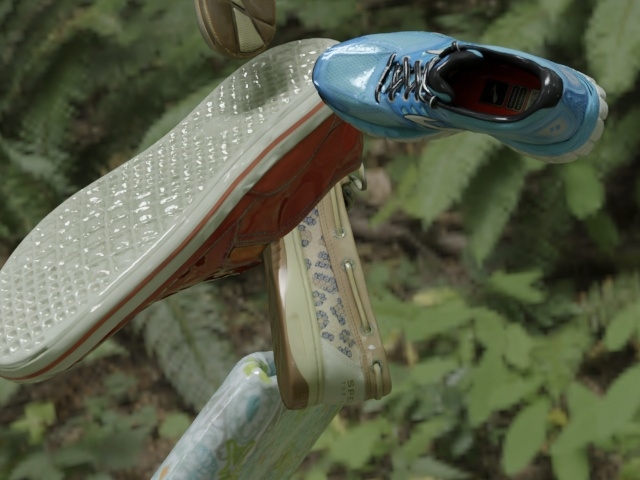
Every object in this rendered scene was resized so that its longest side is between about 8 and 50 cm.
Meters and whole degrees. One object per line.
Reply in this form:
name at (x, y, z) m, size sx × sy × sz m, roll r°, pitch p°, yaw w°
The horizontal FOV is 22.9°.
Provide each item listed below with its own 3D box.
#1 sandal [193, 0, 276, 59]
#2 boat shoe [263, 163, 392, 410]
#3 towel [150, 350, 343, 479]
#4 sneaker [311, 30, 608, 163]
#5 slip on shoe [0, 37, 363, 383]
sandal at (-0.066, -0.197, 1.052) m, size 0.072 × 0.180 × 0.049 m, roll 7°, pitch -22°, yaw -27°
boat shoe at (0.000, 0.000, 1.307) m, size 0.089 × 0.285 × 0.104 m, roll -2°, pitch -18°, yaw -8°
towel at (-0.106, 0.264, 1.839) m, size 0.090 × 0.320 × 0.374 m, roll 35°, pitch 9°, yaw 13°
sneaker at (0.066, -0.086, 0.824) m, size 0.162 × 0.063 × 0.073 m, roll 9°, pitch -9°, yaw 28°
slip on shoe at (-0.082, -0.009, 1.026) m, size 0.123 × 0.101 × 0.331 m, roll 12°, pitch 43°, yaw 42°
